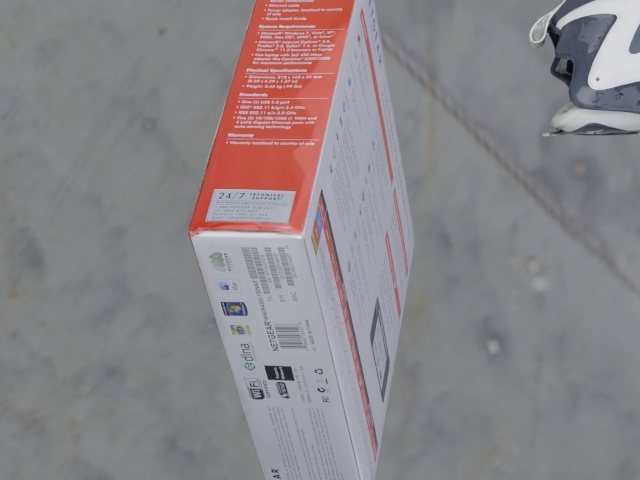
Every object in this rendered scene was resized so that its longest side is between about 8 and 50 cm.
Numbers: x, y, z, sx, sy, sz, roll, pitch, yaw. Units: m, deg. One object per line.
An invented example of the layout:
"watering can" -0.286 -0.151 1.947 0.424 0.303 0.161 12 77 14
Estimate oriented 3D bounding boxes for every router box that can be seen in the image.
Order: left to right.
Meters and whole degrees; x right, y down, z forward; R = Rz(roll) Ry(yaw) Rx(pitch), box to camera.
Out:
"router box" 0.000 0.000 1.242 0.335 0.082 0.301 77 18 -45

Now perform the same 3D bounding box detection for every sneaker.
"sneaker" 0.230 -0.083 1.055 0.153 0.094 0.235 -33 85 -1
